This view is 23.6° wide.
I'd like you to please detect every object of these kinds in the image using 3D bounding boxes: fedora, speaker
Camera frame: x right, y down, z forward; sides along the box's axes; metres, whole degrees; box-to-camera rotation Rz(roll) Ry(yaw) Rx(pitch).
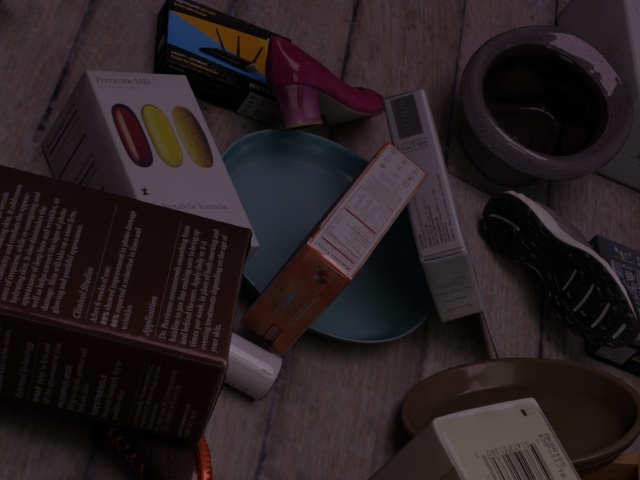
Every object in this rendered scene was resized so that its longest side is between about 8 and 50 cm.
[{"bbox_3d":[0.300,-0.171,2.175,0.244,0.124,0.275,43,52,6],"label":"fedora"},{"bbox_3d":[-0.112,0.120,1.665,0.136,0.055,0.055,29,42,-12],"label":"speaker"}]

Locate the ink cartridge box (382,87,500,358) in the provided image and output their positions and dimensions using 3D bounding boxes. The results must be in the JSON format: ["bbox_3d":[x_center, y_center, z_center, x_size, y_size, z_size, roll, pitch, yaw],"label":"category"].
[{"bbox_3d":[0.150,-0.013,1.905,0.060,0.239,0.275,-15,49,5],"label":"ink cartridge box"}]

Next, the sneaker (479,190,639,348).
[{"bbox_3d":[0.333,0.032,2.021,0.108,0.100,0.271,1,41,-47],"label":"sneaker"}]

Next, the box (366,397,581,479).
[{"bbox_3d":[0.098,0.288,1.478,0.148,0.311,0.121,-7,59,-40],"label":"box"}]

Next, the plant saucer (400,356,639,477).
[{"bbox_3d":[0.230,0.206,1.745,0.278,0.041,0.278,-4,20,1],"label":"plant saucer"}]

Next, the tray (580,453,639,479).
[{"bbox_3d":[0.244,0.404,1.593,0.203,0.076,0.411,0,43,11],"label":"tray"}]

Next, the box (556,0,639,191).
[{"bbox_3d":[0.511,-0.252,2.375,0.215,0.168,0.345,22,45,-20],"label":"box"}]

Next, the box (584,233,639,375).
[{"bbox_3d":[0.466,0.110,2.105,0.232,0.059,0.183,21,45,-20],"label":"box"}]

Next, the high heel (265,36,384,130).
[{"bbox_3d":[0.008,-0.208,1.979,0.244,0.082,0.117,-14,93,-53],"label":"high heel"}]

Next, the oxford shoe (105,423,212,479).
[{"bbox_3d":[-0.165,0.211,1.534,0.098,0.097,0.271,-2,49,-14],"label":"oxford shoe"}]

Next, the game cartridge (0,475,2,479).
[{"bbox_3d":[-0.369,0.267,1.346,0.198,0.062,0.297,6,51,-38],"label":"game cartridge"}]

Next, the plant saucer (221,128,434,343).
[{"bbox_3d":[0.000,0.000,1.865,0.317,0.044,0.317,20,45,-22],"label":"plant saucer"}]

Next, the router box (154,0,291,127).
[{"bbox_3d":[-0.124,-0.233,1.973,0.179,0.046,0.133,19,45,-23],"label":"router box"}]

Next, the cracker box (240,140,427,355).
[{"bbox_3d":[0.018,0.007,1.721,0.067,0.156,0.232,40,41,-1],"label":"cracker box"}]

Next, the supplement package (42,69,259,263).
[{"bbox_3d":[-0.193,-0.053,1.696,0.139,0.134,0.244,-2,56,-39],"label":"supplement package"}]

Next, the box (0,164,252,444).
[{"bbox_3d":[-0.273,0.049,1.479,0.381,0.143,0.191,16,44,-7],"label":"box"}]
